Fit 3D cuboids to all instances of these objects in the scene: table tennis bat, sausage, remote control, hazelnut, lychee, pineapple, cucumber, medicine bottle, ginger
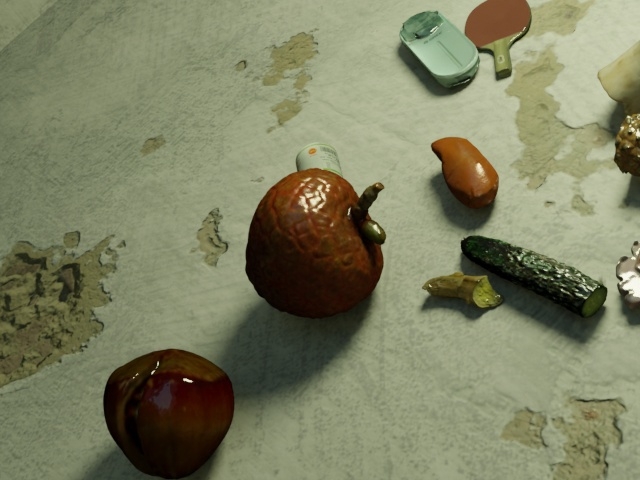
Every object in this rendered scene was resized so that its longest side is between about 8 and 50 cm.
[{"bbox_3d":[0.358,-0.411,2.134,0.138,0.022,0.246,-16,44,21],"label":"table tennis bat"},{"bbox_3d":[0.258,-0.125,1.893,0.089,0.089,0.179,-32,48,4],"label":"sausage"},{"bbox_3d":[0.241,-0.390,2.162,0.104,0.052,0.247,-32,42,2],"label":"remote control"},{"bbox_3d":[-0.256,0.291,1.781,0.251,0.217,0.217,3,54,46],"label":"hazelnut"},{"bbox_3d":[0.000,0.000,1.833,0.300,0.255,0.255,-26,43,17],"label":"lychee"},{"bbox_3d":[0.592,-0.138,1.684,0.237,0.119,0.111,10,14,33],"label":"pineapple"},{"bbox_3d":[0.326,0.043,1.715,0.067,0.067,0.293,-48,44,-14],"label":"cucumber"},{"bbox_3d":[0.005,-0.100,2.029,0.086,0.086,0.183,-24,43,12],"label":"medicine bottle"},{"bbox_3d":[0.236,0.077,1.759,0.137,0.044,0.057,9,76,40],"label":"ginger"}]

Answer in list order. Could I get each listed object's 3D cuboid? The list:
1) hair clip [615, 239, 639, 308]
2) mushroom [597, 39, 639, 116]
[{"bbox_3d":[0.575,0.058,1.538,0.173,0.069,0.300,-50,34,-17],"label":"hair clip"},{"bbox_3d":[0.589,-0.329,1.749,0.290,0.292,0.292,-33,40,28],"label":"mushroom"}]
